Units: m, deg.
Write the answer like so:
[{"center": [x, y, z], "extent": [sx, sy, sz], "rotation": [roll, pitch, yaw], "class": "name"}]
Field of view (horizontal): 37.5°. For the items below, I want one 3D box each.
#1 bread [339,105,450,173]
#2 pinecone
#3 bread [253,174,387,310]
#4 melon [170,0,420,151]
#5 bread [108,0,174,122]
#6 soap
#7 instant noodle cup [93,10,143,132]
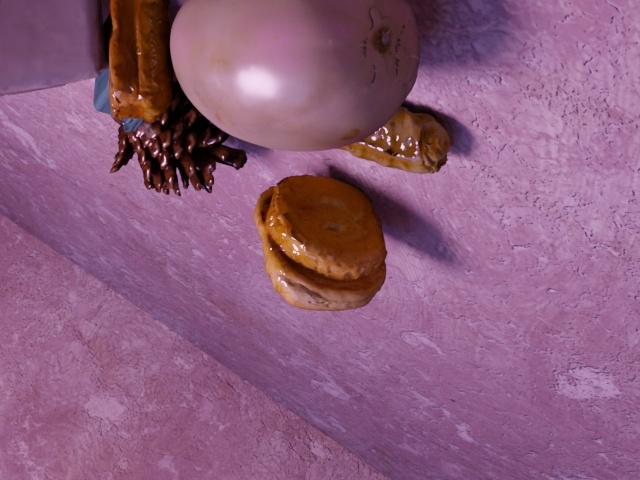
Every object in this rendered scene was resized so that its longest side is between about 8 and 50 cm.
[{"center": [0.008, -0.173, 1.269], "extent": [0.367, 0.077, 0.084], "rotation": [23, 159, 26], "class": "bread"}, {"center": [-0.226, -0.156, 1.506], "extent": [0.212, 0.168, 0.185], "rotation": [29, 116, 4], "class": "pinecone"}, {"center": [0.003, 0.001, 1.445], "extent": [0.198, 0.236, 0.120], "rotation": [4, 138, -26], "class": "bread"}, {"center": [-0.030, -0.211, 1.049], "extent": [0.317, 0.223, 0.223], "rotation": [9, 147, 46], "class": "melon"}, {"center": [-0.214, -0.282, 1.144], "extent": [0.077, 0.271, 0.139], "rotation": [2, 175, -11], "class": "bread"}, {"center": [-0.457, -0.293, 1.245], "extent": [0.435, 0.350, 0.213], "rotation": [-152, 51, -72], "class": "soap"}, {"center": [-0.283, -0.261, 1.372], "extent": [0.070, 0.179, 0.157], "rotation": [7, 167, -23], "class": "instant noodle cup"}]
